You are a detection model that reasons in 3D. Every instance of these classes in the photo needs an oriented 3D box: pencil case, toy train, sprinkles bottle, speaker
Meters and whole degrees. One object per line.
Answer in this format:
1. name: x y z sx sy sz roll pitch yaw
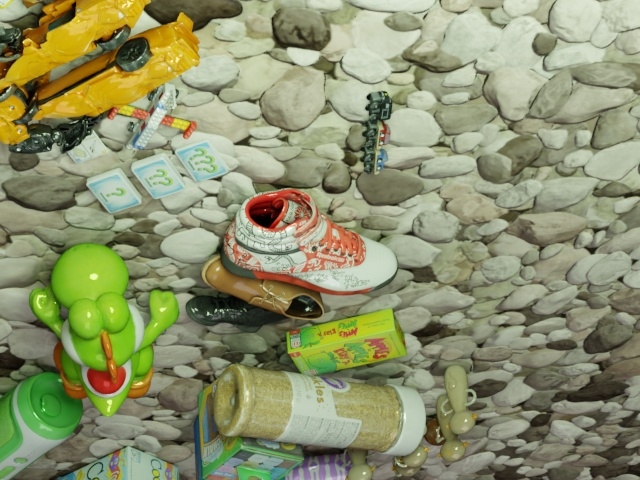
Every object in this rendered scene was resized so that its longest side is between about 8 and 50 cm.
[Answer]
1. pencil case: -0.002 0.463 2.505 0.206 0.088 0.086 -10 147 4
2. toy train: 0.075 -0.142 1.701 0.036 0.027 0.158 -11 146 -11
3. sprinkles bottle: 0.001 0.285 2.143 0.355 0.121 0.121 11 142 -29
4. speaker: -0.531 0.335 2.206 0.131 0.131 0.296 22 136 -34

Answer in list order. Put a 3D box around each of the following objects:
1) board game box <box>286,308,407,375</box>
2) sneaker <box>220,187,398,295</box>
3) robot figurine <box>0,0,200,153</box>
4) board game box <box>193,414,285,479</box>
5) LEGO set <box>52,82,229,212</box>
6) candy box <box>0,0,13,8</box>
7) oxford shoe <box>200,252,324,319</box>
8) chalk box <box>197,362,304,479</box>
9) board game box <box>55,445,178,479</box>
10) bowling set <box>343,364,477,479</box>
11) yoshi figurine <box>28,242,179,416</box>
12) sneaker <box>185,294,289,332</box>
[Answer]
1. board game box: 0.044 0.171 2.129 0.181 0.043 0.092 -13 144 11
2. sneaker: -0.001 0.001 1.837 0.270 0.090 0.145 7 146 -13
3. robot figurine: -0.298 -0.206 1.491 0.291 0.085 0.211 -21 138 19
4. board game box: -0.145 0.419 2.312 0.160 0.210 0.047 3 145 -14
5. LEGO set: -0.241 -0.118 1.663 0.182 0.060 0.244 -17 143 9
6. candy box: -0.390 -0.328 1.361 0.105 0.027 0.206 -28 140 34
7. oxford shoe: -0.080 0.070 1.921 0.212 0.076 0.076 17 113 -32
8. chalk box: -0.120 0.342 2.202 0.132 0.213 0.132 19 138 -31
9. board game box: -0.421 0.525 2.481 0.275 0.144 0.142 -28 139 27
10. bowling set: 0.198 0.361 2.328 0.287 0.154 0.200 -27 140 28
11. yoshi figurine: -0.330 0.116 1.932 0.203 0.203 0.362 38 158 7
12. sneaker: -0.119 0.101 2.002 0.170 0.051 0.089 16 140 -35
